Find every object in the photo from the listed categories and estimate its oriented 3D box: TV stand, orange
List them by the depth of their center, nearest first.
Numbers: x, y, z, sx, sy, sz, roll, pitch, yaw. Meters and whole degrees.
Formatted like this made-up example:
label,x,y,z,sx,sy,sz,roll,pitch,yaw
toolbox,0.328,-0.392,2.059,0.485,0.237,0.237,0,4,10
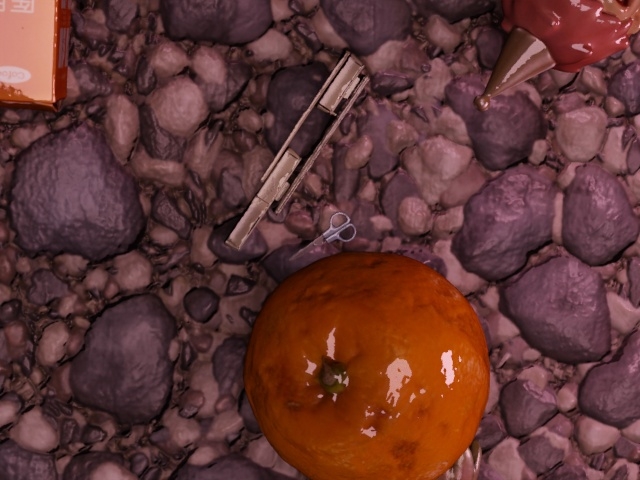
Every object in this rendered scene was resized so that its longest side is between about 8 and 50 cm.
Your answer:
label,x,y,z,sx,sy,sz,roll,pitch,yaw
orange,0.049,0.139,1.468,0.261,0.261,0.261,-1,99,-6
TV stand,-0.027,-0.094,1.524,0.042,0.036,0.249,33,94,-12

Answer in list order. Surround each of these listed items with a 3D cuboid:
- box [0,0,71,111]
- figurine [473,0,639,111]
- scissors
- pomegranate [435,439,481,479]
label,x,y,z,sx,sy,sz,roll,pitch,yaw
box,-0.365,-0.305,1.402,0.224,0.143,0.341,3,100,-7
figurine,0.298,-0.284,1.468,0.387,0.166,0.207,-36,82,-4
scissors,0.000,0.000,1.557,0.083,0.006,0.036,-31,99,-1
pomegranate,0.144,0.332,1.545,0.187,0.187,0.225,-2,89,-6
